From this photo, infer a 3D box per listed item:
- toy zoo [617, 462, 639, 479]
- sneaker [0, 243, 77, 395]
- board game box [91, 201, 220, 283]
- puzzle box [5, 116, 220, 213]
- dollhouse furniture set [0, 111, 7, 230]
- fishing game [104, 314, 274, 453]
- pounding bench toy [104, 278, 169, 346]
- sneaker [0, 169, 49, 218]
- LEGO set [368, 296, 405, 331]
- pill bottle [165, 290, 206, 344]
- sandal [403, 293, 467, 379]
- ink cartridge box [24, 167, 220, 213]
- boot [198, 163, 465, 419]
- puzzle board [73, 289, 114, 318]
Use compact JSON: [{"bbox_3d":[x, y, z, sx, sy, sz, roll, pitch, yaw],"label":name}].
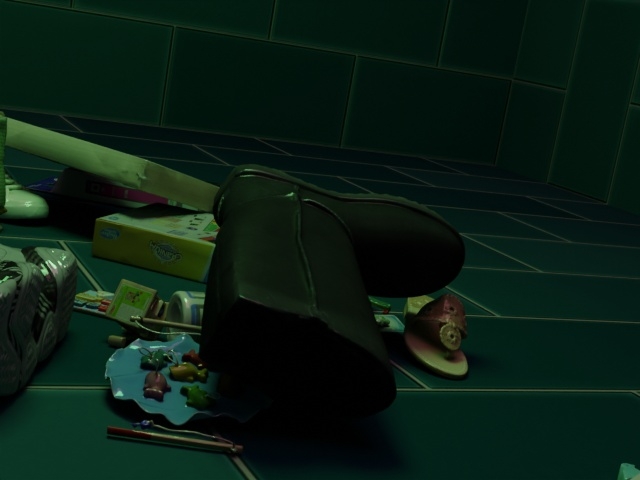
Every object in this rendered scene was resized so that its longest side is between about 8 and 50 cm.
[{"bbox_3d":[0.424,0.284,1.070,0.192,0.030,0.293,-1,16,-43],"label":"toy zoo"},{"bbox_3d":[-0.401,0.069,1.178,0.210,0.137,0.366,9,6,-1],"label":"sneaker"},{"bbox_3d":[-0.183,0.011,1.808,0.317,0.064,0.242,13,12,14],"label":"board game box"},{"bbox_3d":[-0.391,-0.138,1.960,0.409,0.052,0.272,18,-1,30],"label":"puzzle box"},{"bbox_3d":[-0.551,-0.090,1.649,0.151,0.197,0.301,15,13,28],"label":"dollhouse furniture set"},{"bbox_3d":[-0.139,0.144,1.179,0.189,0.041,0.264,11,21,-4],"label":"fishing game"},{"bbox_3d":[-0.233,0.103,1.360,0.052,0.083,0.065,17,-18,21],"label":"pounding bench toy"},{"bbox_3d":[-0.602,-0.114,1.924,0.290,0.123,0.106,16,11,23],"label":"sneaker"},{"bbox_3d":[0.035,0.109,1.622,0.244,0.060,0.182,2,26,-27],"label":"LEGO set"},{"bbox_3d":[-0.119,0.105,1.367,0.137,0.078,0.078,5,12,-26],"label":"pill bottle"},{"bbox_3d":[0.165,0.106,1.528,0.088,0.079,0.240,16,17,-8],"label":"sandal"},{"bbox_3d":[-0.406,-0.112,2.241,0.371,0.069,0.176,9,11,5],"label":"ink cartridge box"},{"bbox_3d":[0.041,0.062,1.316,0.367,0.146,0.445,13,18,-10],"label":"boot"},{"bbox_3d":[-0.278,0.089,1.478,0.128,0.011,0.096,13,12,12],"label":"puzzle board"}]
